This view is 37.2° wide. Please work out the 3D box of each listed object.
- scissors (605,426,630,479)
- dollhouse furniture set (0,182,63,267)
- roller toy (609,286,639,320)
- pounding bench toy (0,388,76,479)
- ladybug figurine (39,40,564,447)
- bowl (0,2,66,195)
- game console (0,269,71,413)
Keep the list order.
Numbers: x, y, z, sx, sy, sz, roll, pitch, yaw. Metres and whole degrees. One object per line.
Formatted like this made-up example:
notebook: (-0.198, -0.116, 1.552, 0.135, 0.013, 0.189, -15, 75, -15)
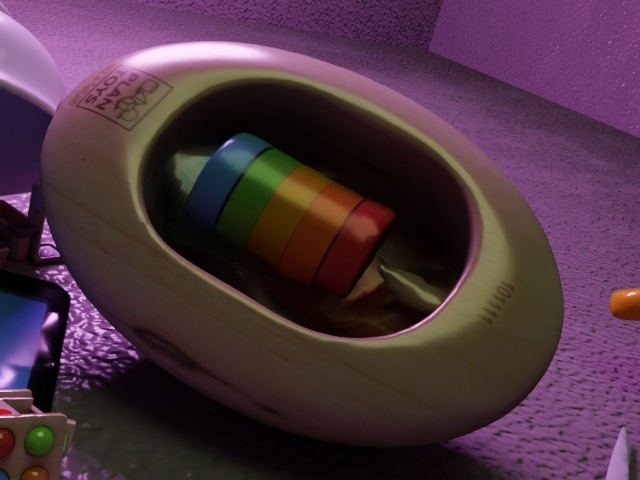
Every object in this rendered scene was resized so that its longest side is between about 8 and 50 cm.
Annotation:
scissors: (0.218, 0.204, 0.733, 0.109, 0.021, 0.297, 14, 21, 2)
dollhouse furniture set: (-0.301, -0.035, 0.906, 0.114, 0.081, 0.091, 29, 23, 34)
roller toy: (0.427, 0.077, 0.976, 0.191, 0.146, 0.209, -2, -2, -39)
pounding bench toy: (-0.170, 0.119, 0.551, 0.083, 0.052, 0.065, 6, 4, -40)
ladybug figurine: (-0.027, 0.004, 0.778, 0.449, 0.162, 0.305, 32, 63, 14)
bowl: (-0.364, -0.153, 0.872, 0.298, 0.134, 0.298, 1, -18, 0)
game console: (-0.304, 0.010, 0.663, 0.173, 0.250, 0.293, -15, 24, -5)
